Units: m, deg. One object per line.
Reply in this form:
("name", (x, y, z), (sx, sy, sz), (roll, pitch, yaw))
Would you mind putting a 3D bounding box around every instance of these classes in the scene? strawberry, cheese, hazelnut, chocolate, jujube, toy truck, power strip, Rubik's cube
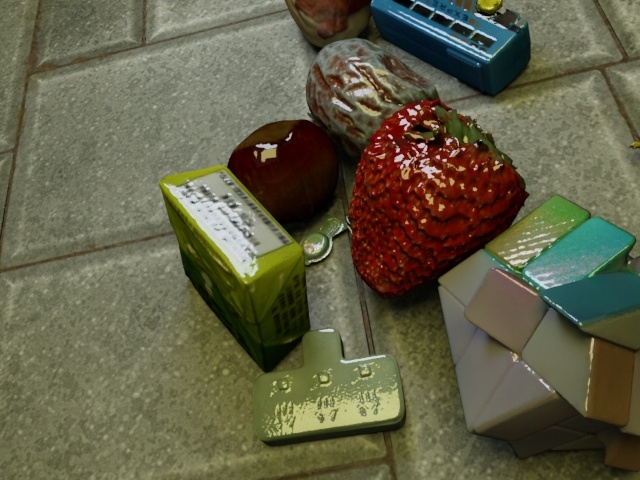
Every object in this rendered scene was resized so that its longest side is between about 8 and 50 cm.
("strawberry", (0.178, -0.060, 1.224), (0.351, 0.267, 0.312), (-59, 41, 24))
("cheese", (0.000, 0.000, 1.401), (0.067, 0.026, 0.121), (31, 69, 27))
("hazelnut", (-0.069, -0.136, 1.406), (0.229, 0.229, 0.230), (-6, 57, 10))
("hazelnut", (0.007, -0.604, 1.653), (0.241, 0.261, 0.261), (-2, 55, -13))
("chocolate", (-0.148, 0.043, 1.260), (0.137, 0.289, 0.301), (-32, 56, -21))
("jujube", (0.112, -0.274, 1.431), (0.215, 0.246, 0.308), (-58, 46, 25))
("toy truck", (0.289, -0.491, 1.568), (0.385, 0.161, 0.162), (39, 82, 29))
("power strip", (0.011, 0.251, 1.220), (0.264, 0.059, 0.194), (-11, 57, 7))
("Rubik's cube", (0.382, 0.135, 1.050), (0.368, 0.358, 0.387), (-39, 44, 40))

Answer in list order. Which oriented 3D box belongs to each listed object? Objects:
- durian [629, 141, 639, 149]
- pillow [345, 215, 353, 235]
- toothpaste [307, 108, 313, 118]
("durian", (0.700, -0.201, 1.312), (0.208, 0.102, 0.147), (-3, 73, 14))
("pillow", (0.166, -0.020, 1.360), (0.208, 0.055, 0.141), (-20, 65, 1))
("toothpaste", (0.059, -0.370, 1.612), (0.078, 0.047, 0.248), (36, 70, 27))
